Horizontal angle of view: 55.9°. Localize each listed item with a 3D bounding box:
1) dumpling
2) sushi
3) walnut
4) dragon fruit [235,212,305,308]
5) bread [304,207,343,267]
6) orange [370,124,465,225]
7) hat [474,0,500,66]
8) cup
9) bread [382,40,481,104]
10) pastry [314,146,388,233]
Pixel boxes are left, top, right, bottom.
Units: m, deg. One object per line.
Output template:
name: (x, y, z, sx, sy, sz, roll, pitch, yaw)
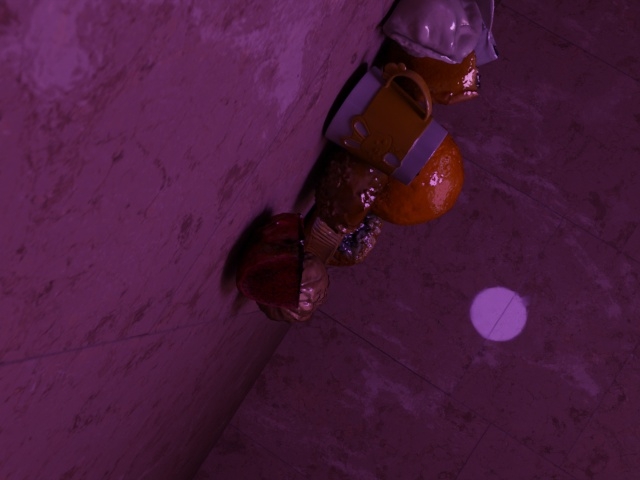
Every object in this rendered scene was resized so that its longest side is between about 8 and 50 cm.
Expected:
dumpling: (0.244, -0.448, 1.233, 0.252, 0.179, 0.131, -52, 171, -33)
sushi: (0.093, -0.026, 1.993, 0.274, 0.184, 0.139, -62, -176, -19)
walnut: (-0.075, 0.114, 1.534, 0.198, 0.198, 0.245, -59, 171, 17)
dragon fruit: (-0.095, 0.037, 1.248, 0.189, 0.163, 0.262, -23, 157, -20)
bread: (0.000, 0.000, 1.816, 0.152, 0.119, 0.288, -53, 175, -38)
orange: (0.261, -0.208, 1.852, 0.293, 0.340, 0.340, -13, 144, -39)
hat: (0.352, -0.598, 1.514, 0.301, 0.168, 0.258, 70, 19, -47)
cup: (0.153, -0.255, 1.278, 0.185, 0.226, 0.241, -52, 179, -41)
bread: (0.219, -0.375, 1.344, 0.134, 0.260, 0.129, -27, 127, -28)
pastry: (0.087, -0.166, 1.498, 0.311, 0.162, 0.255, -55, 175, -38)
